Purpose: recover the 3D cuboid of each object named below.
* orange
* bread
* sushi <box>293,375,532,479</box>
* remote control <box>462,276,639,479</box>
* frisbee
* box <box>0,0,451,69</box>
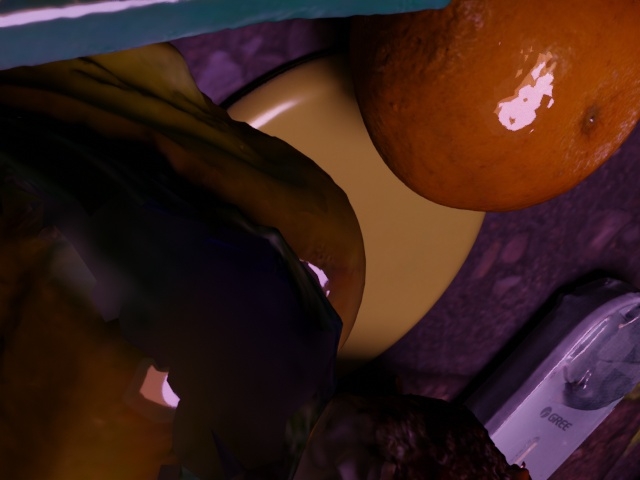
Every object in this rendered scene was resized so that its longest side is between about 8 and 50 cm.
[{"bbox_3d":[0.084,-0.090,0.651,0.155,0.134,0.154,-31,148,-22],"label":"orange"},{"bbox_3d":[-0.128,0.086,0.565,0.208,0.251,0.376,-35,149,-54],"label":"bread"},{"bbox_3d":[0.030,0.233,0.781,0.196,0.343,0.182,-20,152,39],"label":"sushi"},{"bbox_3d":[0.137,0.124,0.940,0.247,0.052,0.104,-47,141,6],"label":"remote control"},{"bbox_3d":[0.000,0.000,0.751,0.236,0.017,0.236,-20,135,-22],"label":"frisbee"},{"bbox_3d":[-0.097,-0.191,0.425,0.337,0.106,0.264,-13,122,-28],"label":"box"}]
